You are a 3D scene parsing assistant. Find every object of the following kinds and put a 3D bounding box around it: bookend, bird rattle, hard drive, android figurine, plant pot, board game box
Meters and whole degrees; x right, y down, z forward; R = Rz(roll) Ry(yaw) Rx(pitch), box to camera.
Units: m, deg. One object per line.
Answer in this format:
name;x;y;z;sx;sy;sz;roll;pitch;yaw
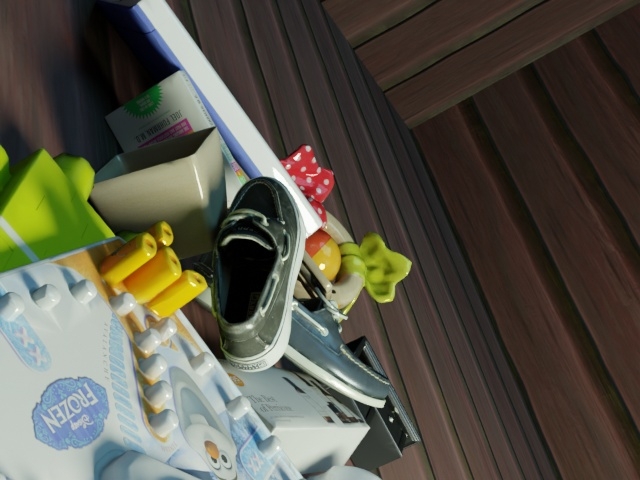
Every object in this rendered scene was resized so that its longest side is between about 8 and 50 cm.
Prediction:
bookend;0.047;0.215;1.072;0.156;0.072;0.157;62;15;-1
bird rattle;0.000;0.000;1.218;0.253;0.143;0.207;56;31;-10
hard drive;-0.132;-0.152;1.037;0.319;0.040;0.210;54;-9;-27
android figurine;-0.183;0.042;0.629;0.248;0.056;0.273;55;15;-26
plant pot;-0.141;-0.037;0.836;0.109;0.109;0.096;-78;151;-68
board game box;-0.061;0.170;0.485;0.390;0.050;0.390;53;13;0

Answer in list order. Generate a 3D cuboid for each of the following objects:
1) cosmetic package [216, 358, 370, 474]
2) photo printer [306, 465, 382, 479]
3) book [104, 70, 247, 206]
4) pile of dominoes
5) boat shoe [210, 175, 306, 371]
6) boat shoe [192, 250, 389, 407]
cosmetic package;-0.041;0.163;0.819;0.099;0.060;0.239;35;3;23
photo printer;0.071;0.370;0.797;0.307;0.107;0.256;54;17;-27
book;-0.145;-0.089;0.917;0.144;0.096;0.035;60;18;-5
pile of dominoes;-0.077;-0.016;1.012;0.251;0.040;0.196;52;-8;12
boat shoe;-0.057;0.009;0.792;0.070;0.077;0.219;74;10;-45
boat shoe;-0.022;0.085;0.906;0.254;0.079;0.095;34;-10;-15
